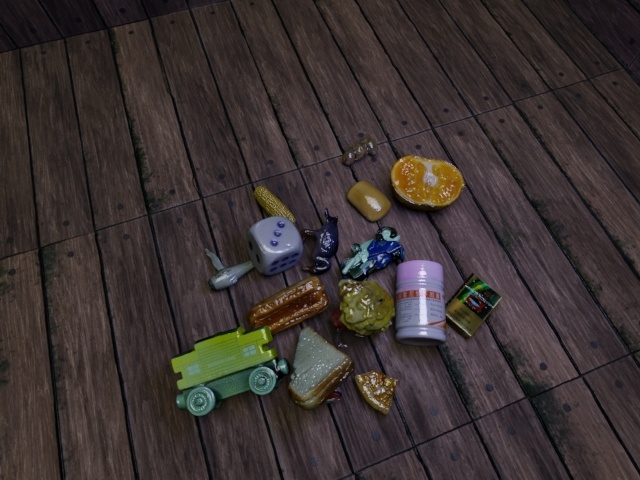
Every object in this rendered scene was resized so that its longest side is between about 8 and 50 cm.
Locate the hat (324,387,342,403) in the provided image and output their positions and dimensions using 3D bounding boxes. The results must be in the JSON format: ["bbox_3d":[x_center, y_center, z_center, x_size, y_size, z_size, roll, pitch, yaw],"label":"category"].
[{"bbox_3d":[0.003,0.539,1.600,0.140,0.129,0.227,-25,47,17],"label":"hat"}]

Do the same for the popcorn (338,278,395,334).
[{"bbox_3d":[0.181,0.248,1.598,0.266,0.192,0.233,39,44,-12],"label":"popcorn"}]

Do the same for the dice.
[{"bbox_3d":[-0.200,0.023,1.744,0.193,0.194,0.192,-18,65,-28],"label":"dice"}]

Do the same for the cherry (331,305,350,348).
[{"bbox_3d":[0.099,0.355,1.653,0.107,0.090,0.226,35,32,-29],"label":"cherry"}]

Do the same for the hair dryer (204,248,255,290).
[{"bbox_3d":[-0.395,0.108,1.800,0.218,0.088,0.225,-10,51,-13],"label":"hair dryer"}]

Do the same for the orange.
[{"bbox_3d":[0.474,-0.262,1.873,0.310,0.274,0.274,14,61,-33],"label":"orange"}]

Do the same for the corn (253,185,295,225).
[{"bbox_3d":[-0.215,-0.152,1.896,0.260,0.091,0.091,49,115,18],"label":"corn"}]

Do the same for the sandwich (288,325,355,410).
[{"bbox_3d":[-0.044,0.476,1.535,0.254,0.100,0.288,-37,38,-20],"label":"sandwich"}]

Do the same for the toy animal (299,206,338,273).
[{"bbox_3d":[0.000,0.000,1.817,0.185,0.122,0.298,23,75,14],"label":"toy animal"}]

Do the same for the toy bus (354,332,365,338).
[{"bbox_3d":[0.183,0.349,1.709,0.052,0.037,0.131,23,66,4],"label":"toy bus"}]

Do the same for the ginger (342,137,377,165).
[{"bbox_3d":[0.196,-0.446,2.039,0.204,0.080,0.104,-28,75,-15],"label":"ginger"}]

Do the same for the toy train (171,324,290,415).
[{"bbox_3d":[-0.344,0.478,1.533,0.442,0.179,0.272,-18,80,-1],"label":"toy train"}]

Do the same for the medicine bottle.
[{"bbox_3d":[0.407,0.258,1.663,0.202,0.202,0.316,4,66,1],"label":"medicine bottle"}]

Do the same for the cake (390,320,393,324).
[{"bbox_3d":[0.246,0.318,1.715,0.065,0.052,0.121,-32,69,-9],"label":"cake"}]

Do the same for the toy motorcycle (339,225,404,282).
[{"bbox_3d":[0.237,0.078,1.765,0.331,0.125,0.196,-40,57,-13],"label":"toy motorcycle"}]

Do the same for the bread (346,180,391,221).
[{"bbox_3d":[0.231,-0.195,1.920,0.217,0.098,0.147,42,68,15],"label":"bread"}]

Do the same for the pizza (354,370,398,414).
[{"bbox_3d":[0.238,0.582,1.594,0.161,0.062,0.182,-22,67,-16],"label":"pizza"}]

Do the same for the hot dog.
[{"bbox_3d":[-0.130,0.280,1.683,0.348,0.117,0.158,-28,78,-1],"label":"hot dog"}]

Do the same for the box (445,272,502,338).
[{"bbox_3d":[0.636,0.278,1.729,0.159,0.071,0.240,40,71,18],"label":"box"}]
